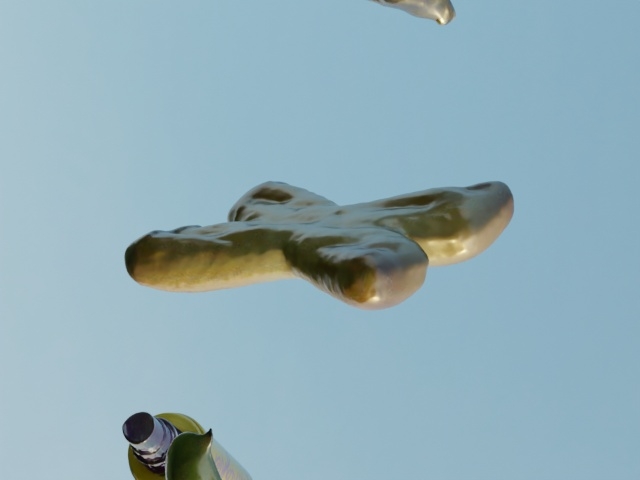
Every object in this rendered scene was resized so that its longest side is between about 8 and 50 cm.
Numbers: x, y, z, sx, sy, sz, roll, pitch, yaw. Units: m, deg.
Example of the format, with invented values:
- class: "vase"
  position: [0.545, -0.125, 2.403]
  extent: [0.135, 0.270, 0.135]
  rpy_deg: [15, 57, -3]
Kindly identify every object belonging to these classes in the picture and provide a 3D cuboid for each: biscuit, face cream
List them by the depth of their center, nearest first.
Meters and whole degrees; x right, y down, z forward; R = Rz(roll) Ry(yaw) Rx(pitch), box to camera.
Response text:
- class: "biscuit"
  position: [0.000, 0.001, 0.972]
  extent: [0.208, 0.164, 0.047]
  rpy_deg: [4, -67, 39]
- class: "face cream"
  position: [-0.129, 0.209, 1.439]
  extent: [0.273, 0.078, 0.078]
  rpy_deg: [62, 9, -65]

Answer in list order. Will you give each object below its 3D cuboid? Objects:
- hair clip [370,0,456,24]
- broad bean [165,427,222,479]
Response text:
- class: "hair clip"
  position: [-0.069, -0.199, 1.066]
  extent: [0.095, 0.358, 0.110]
  rpy_deg: [61, 38, -68]
- class: "broad bean"
  position: [-0.037, 0.234, 0.820]
  extent: [0.060, 0.043, 0.297]
  rpy_deg: [-1, -74, 23]
